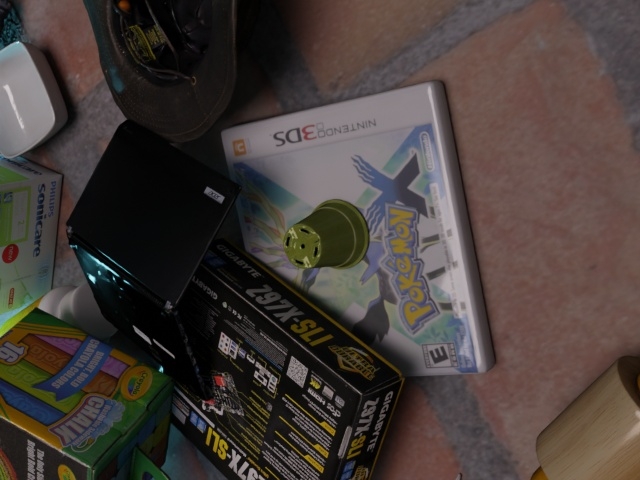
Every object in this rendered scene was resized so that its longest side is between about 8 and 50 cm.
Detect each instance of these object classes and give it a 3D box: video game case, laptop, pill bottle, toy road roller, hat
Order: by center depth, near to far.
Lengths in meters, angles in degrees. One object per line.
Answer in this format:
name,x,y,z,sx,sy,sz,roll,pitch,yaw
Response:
toy road roller,0.340,0.283,0.856,0.329,0.241,0.202,45,120,16
hat,-0.149,-0.278,1.104,0.331,0.134,0.331,24,123,43
video game case,0.036,0.002,1.108,0.300,0.036,0.329,-8,97,34
laptop,-0.194,0.024,1.162,0.234,0.136,0.264,31,147,37
pill bottle,-0.387,0.140,1.359,0.215,0.117,0.117,-30,84,34

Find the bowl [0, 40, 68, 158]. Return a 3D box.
bowl,-0.424,-0.200,1.344,0.142,0.053,0.142,-25,87,33

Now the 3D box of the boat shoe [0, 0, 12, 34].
boat shoe,-0.514,-0.326,1.374,0.183,0.065,0.083,23,86,39

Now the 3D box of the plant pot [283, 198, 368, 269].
plant pot,0.000,0.000,1.062,0.083,0.079,0.083,7,104,30

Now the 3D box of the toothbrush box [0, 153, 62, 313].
toothbrush box,-0.515,0.005,1.309,0.122,0.283,0.206,21,111,26

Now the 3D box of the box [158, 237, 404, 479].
box,-0.068,0.184,1.144,0.322,0.079,0.257,35,126,33

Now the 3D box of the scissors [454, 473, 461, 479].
scissors,0.101,0.409,1.158,0.021,0.109,0.297,27,91,13

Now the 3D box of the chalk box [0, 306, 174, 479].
chalk box,-0.303,0.251,1.192,0.289,0.179,0.180,25,129,13
